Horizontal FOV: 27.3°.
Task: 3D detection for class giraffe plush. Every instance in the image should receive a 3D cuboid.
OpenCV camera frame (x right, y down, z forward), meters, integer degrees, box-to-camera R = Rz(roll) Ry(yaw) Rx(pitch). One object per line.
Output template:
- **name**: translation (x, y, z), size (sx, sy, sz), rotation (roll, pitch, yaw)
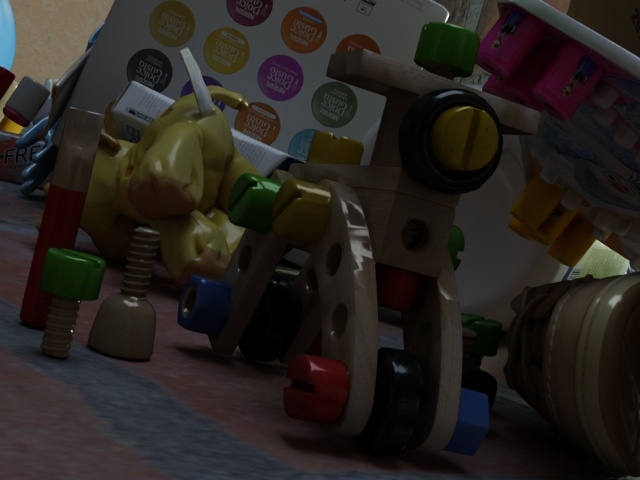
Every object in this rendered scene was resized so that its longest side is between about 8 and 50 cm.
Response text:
- **giraffe plush**: translation (-0.154, -0.041, 1.149), size (0.170, 0.210, 0.181), rotation (-17, -4, 27)

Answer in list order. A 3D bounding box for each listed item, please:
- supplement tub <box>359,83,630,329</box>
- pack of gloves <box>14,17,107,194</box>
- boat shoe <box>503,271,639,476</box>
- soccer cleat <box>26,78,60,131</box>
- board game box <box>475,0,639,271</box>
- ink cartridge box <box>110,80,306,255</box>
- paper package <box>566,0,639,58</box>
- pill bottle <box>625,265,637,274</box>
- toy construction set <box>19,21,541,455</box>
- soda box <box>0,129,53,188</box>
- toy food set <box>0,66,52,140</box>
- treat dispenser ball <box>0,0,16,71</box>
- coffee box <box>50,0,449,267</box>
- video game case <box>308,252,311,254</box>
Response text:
- **supplement tub**: translation (0.187, -0.024, 1.333), size (0.235, 0.235, 0.325), rotation (17, 6, 26)
- **pack of gloves**: translation (-0.297, -0.174, 1.530), size (0.046, 0.195, 0.232), rotation (25, 41, -1)
- **boat shoe**: translation (0.172, 0.084, 0.864), size (0.110, 0.121, 0.341), rotation (11, -6, 19)
- **soccer cleat**: translation (-0.302, -0.167, 2.054), size (0.331, 0.143, 0.116), rotation (15, 5, 8)
- **board game box**: translation (0.282, 0.025, 0.886), size (0.390, 0.050, 0.390), rotation (36, -6, 19)
- **ink cartridge box**: translation (-0.090, -0.048, 1.312), size (0.224, 0.045, 0.223), rotation (25, -20, 11)
- **paper package**: translation (0.348, -0.143, 1.125), size (0.168, 0.325, 0.309), rotation (-10, -30, -9)
- **pill bottle**: translation (0.374, 0.066, 1.642), size (0.169, 0.094, 0.094), rotation (12, 6, -25)
- **toy construction set**: translation (-0.013, -0.025, 0.796), size (0.309, 0.237, 0.257), rotation (13, 5, 0)
- **soda box**: translation (-0.342, -0.094, 1.649), size (0.183, 0.058, 0.063), rotation (13, 5, -9)
- **toy food set**: translation (-0.402, -0.154, 1.727), size (0.111, 0.104, 0.232), rotation (38, -10, -35)
- **treat dispenser ball**: translation (-0.574, -0.289, 1.845), size (0.288, 0.288, 0.288), rotation (14, 5, -1)
- **coffee box**: translation (-0.077, -0.193, 1.592), size (0.338, 0.334, 0.338), rotation (27, 6, -2)
- **video game case**: translation (0.000, 0.000, 1.395), size (0.122, 0.011, 0.087), rotation (30, -21, -5)
